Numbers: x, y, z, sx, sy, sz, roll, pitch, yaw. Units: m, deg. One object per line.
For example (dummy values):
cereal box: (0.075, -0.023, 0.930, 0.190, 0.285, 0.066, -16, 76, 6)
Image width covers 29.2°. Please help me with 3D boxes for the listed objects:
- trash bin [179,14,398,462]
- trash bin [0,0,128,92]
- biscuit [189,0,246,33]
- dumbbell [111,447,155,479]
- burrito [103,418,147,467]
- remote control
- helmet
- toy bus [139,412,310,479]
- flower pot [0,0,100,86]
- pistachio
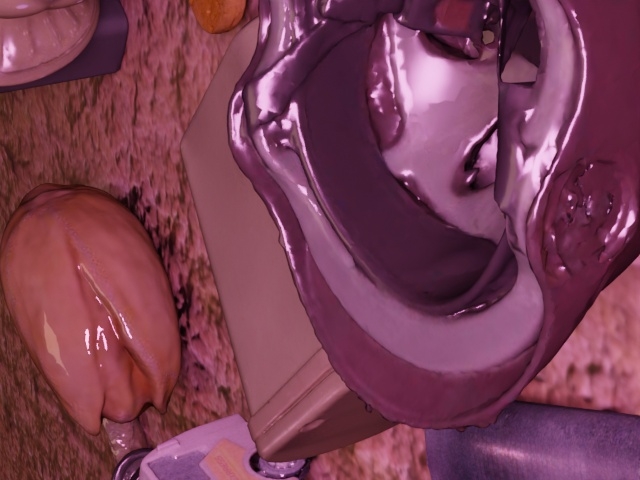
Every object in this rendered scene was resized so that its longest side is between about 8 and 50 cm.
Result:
trash bin: (0.000, 0.000, 0.827, 0.243, 0.121, 0.247, -52, 52, 57)
trash bin: (-0.331, -0.232, 1.231, 0.177, 0.236, 0.101, 62, 150, 27)
biscuit: (-0.070, -0.272, 0.928, 0.158, 0.035, 0.240, 51, 143, 45)
dumbbell: (-0.175, 0.267, 1.308, 0.254, 0.110, 0.110, 177, 81, -70)
burrito: (-0.225, 0.257, 1.457, 0.058, 0.045, 0.188, -111, 9, -83)
remote control: (0.170, 0.141, 0.631, 0.377, 0.044, 0.107, -7, 100, 64)
helmet: (0.078, -0.079, 0.568, 0.225, 0.177, 0.305, 25, 129, 48)
toy bus: (-0.030, 0.268, 0.973, 0.342, 0.138, 0.097, 37, 135, 50)
flower pot: (-0.293, -0.283, 1.062, 0.307, 0.307, 0.244, 64, 155, 25)
pistachio: (-0.238, 0.057, 1.267, 0.293, 0.162, 0.181, 59, 166, 25)
